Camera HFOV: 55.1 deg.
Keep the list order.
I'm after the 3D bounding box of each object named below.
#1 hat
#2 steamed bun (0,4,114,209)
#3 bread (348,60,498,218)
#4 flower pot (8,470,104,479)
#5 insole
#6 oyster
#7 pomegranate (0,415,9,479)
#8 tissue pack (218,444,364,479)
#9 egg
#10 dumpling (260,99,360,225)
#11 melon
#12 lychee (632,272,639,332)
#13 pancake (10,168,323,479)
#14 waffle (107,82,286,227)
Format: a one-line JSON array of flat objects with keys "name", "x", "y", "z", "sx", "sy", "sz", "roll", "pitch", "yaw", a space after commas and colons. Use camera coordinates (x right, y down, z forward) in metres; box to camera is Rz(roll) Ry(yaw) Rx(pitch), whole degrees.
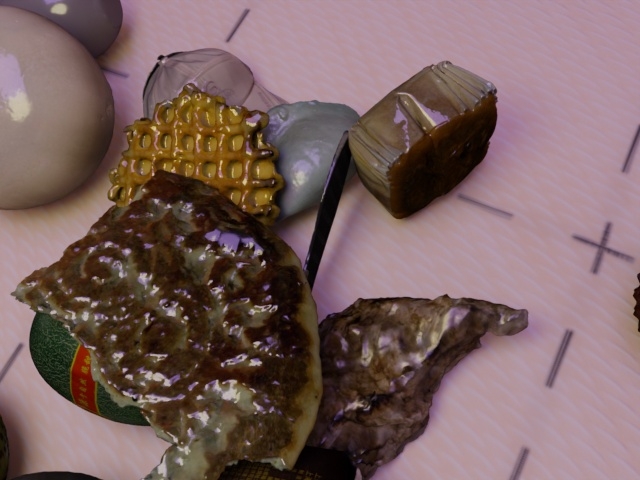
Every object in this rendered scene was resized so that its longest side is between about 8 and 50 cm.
[{"name": "hat", "x": -0.168, "y": -0.210, "z": 0.983, "sx": 0.219, "sy": 0.164, "sz": 0.226, "roll": -48, "pitch": 45, "yaw": -11}, {"name": "steamed bun", "x": -0.495, "y": -0.205, "z": 0.955, "sx": 0.325, "sy": 0.206, "sz": 0.324, "roll": 0, "pitch": 91, "yaw": 15}, {"name": "bread", "x": 0.146, "y": -0.130, "z": 0.843, "sx": 0.192, "sy": 0.210, "sz": 0.109, "roll": -37, "pitch": 69, "yaw": -6}, {"name": "flower pot", "x": -0.313, "y": 0.375, "z": 0.697, "sx": 0.269, "sy": 0.269, "sz": 0.166, "roll": -19, "pitch": 44, "yaw": 2}, {"name": "insole", "x": 0.000, "y": 0.000, "z": 0.829, "sx": 0.012, "sy": 0.110, "sz": 0.309, "roll": 15, "pitch": 81, "yaw": 10}, {"name": "oyster", "x": 0.055, "y": 0.163, "z": 0.784, "sx": 0.396, "sy": 0.111, "sz": 0.204, "roll": -41, "pitch": 61, "yaw": -5}, {"name": "pomegranate", "x": -0.557, "y": 0.324, "z": 0.764, "sx": 0.285, "sy": 0.285, "sz": 0.340, "roll": 31, "pitch": 101, "yaw": 22}, {"name": "tissue pack", "x": -0.086, "y": 0.370, "z": 0.555, "sx": 0.210, "sy": 0.198, "sz": 0.370, "roll": 8, "pitch": 22, "yaw": 14}, {"name": "egg", "x": -0.479, "y": -0.403, "z": 1.109, "sx": 0.232, "sy": 0.176, "sz": 0.176, "roll": -14, "pitch": 64, "yaw": 7}, {"name": "dumpling", "x": -0.024, "y": -0.123, "z": 0.929, "sx": 0.216, "sy": 0.105, "sz": 0.149, "roll": -46, "pitch": 66, "yaw": -8}, {"name": "melon", "x": -0.263, "y": 0.141, "z": 0.811, "sx": 0.288, "sy": 0.182, "sz": 0.182, "roll": 17, "pitch": 70, "yaw": 18}, {"name": "lychee", "x": 0.489, "y": 0.050, "z": 0.684, "sx": 0.272, "sy": 0.271, "sz": 0.271, "roll": -4, "pitch": 65, "yaw": 9}, {"name": "pancake", "x": -0.149, "y": 0.091, "z": 0.725, "sx": 0.305, "sy": 0.066, "sz": 0.427, "roll": -33, "pitch": 62, "yaw": -27}, {"name": "waffle", "x": -0.194, "y": -0.068, "z": 0.911, "sx": 0.329, "sy": 0.062, "sz": 0.329, "roll": -1, "pitch": 88, "yaw": 24}]
